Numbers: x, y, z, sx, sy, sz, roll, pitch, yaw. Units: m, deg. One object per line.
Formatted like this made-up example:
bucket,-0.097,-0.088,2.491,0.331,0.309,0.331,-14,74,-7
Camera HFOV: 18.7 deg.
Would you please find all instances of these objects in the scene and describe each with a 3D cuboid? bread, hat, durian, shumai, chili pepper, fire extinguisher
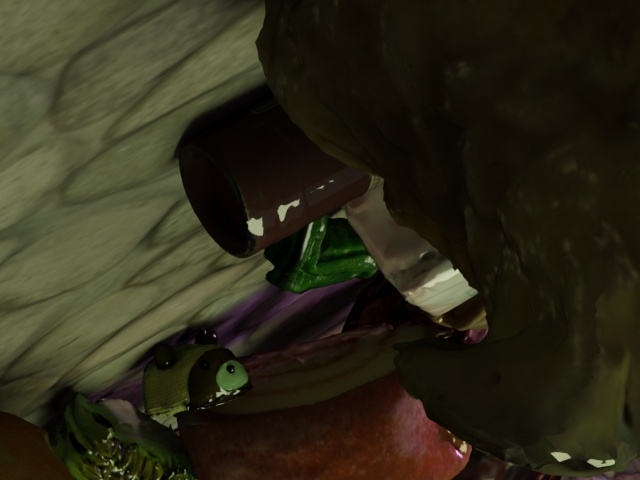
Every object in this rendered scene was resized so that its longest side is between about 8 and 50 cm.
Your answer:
bread,0.005,0.153,1.580,0.244,0.123,0.190,-16,-165,10
hat,-0.102,0.103,1.509,0.077,0.059,0.076,-20,180,-34
durian,-0.160,0.192,1.568,0.106,0.132,0.375,-45,165,-4
shumai,0.129,-0.036,0.751,0.314,0.262,0.267,-30,135,28
chili pepper,-0.006,0.003,1.347,0.073,0.050,0.182,-27,168,8
fire extinguisher,0.036,-0.080,1.044,0.231,0.071,0.099,-30,142,-21

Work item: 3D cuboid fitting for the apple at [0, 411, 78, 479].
apple,-0.248,0.294,1.278,0.339,0.339,0.339,-32,170,-6

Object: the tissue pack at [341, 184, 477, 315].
tissue pack,0.147,-0.068,1.261,0.271,0.124,0.201,-35,169,5

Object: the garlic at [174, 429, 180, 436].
garlic,-0.153,0.219,1.959,0.083,0.041,0.053,-39,176,-6

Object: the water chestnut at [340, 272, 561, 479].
water chestnut,0.079,0.168,1.819,0.350,0.302,0.350,-54,158,-34

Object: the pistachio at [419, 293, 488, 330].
pistachio,0.134,-0.009,1.523,0.223,0.126,0.152,-52,-168,50
